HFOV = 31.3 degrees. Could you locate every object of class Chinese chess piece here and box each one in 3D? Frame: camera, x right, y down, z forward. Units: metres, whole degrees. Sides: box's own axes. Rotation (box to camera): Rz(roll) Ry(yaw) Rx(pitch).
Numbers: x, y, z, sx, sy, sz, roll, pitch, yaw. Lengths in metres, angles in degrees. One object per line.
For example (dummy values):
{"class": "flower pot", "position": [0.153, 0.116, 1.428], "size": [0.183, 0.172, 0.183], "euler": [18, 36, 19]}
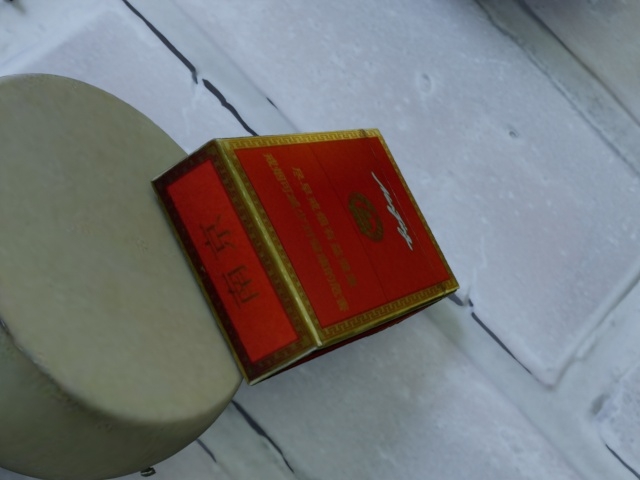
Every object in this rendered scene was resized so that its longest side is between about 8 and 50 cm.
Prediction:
{"class": "Chinese chess piece", "position": [-0.160, 0.022, 0.734], "size": [0.273, 0.102, 0.273], "euler": [35, 38, -33]}

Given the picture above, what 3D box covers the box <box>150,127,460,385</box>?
{"class": "box", "position": [-0.001, 0.001, 0.824], "size": [0.153, 0.074, 0.240], "euler": [60, 28, 9]}
